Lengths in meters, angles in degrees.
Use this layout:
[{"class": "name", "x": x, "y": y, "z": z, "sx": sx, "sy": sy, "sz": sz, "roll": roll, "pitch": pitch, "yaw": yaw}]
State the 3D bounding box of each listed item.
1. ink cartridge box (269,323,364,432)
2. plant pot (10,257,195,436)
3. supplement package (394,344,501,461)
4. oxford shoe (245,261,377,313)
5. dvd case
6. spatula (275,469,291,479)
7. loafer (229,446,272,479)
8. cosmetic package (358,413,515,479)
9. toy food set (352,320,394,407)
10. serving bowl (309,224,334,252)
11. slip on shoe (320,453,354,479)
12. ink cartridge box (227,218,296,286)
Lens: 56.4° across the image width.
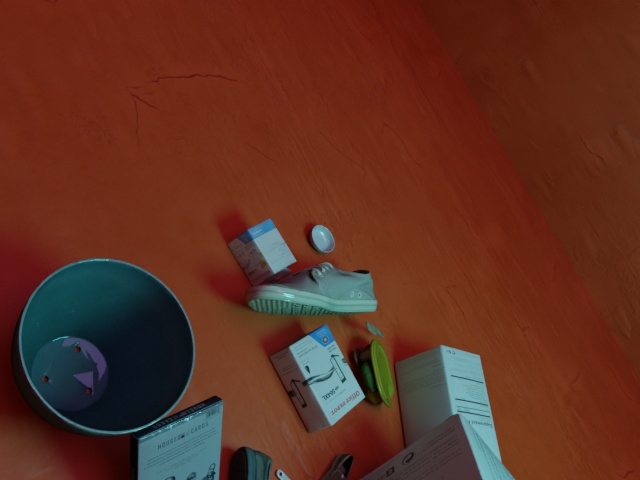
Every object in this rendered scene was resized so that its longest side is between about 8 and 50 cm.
[{"class": "ink cartridge box", "x": -0.005, "y": 0.325, "z": 1.414, "sx": 0.148, "sy": 0.086, "sz": 0.203, "roll": -24, "pitch": 82, "yaw": -50}, {"class": "plant pot", "x": -0.392, "y": 0.200, "z": 1.018, "sx": 0.290, "sy": 0.195, "sz": 0.290, "roll": 25, "pitch": 49, "yaw": -33}, {"class": "supplement package", "x": 0.336, "y": 0.458, "z": 1.600, "sx": 0.175, "sy": 0.177, "sz": 0.292, "roll": 21, "pitch": 52, "yaw": -36}, {"class": "oxford shoe", "x": -0.015, "y": 0.118, "z": 1.470, "sx": 0.449, "sy": 0.169, "sz": 0.130, "roll": 7, "pitch": 77, "yaw": -51}, {"class": "dvd case", "x": -0.250, "y": 0.410, "z": 1.044, "sx": 0.179, "sy": 0.030, "sz": 0.238, "roll": -13, "pitch": 114, "yaw": -49}, {"class": "spatula", "x": -0.037, "y": 0.614, "z": 1.246, "sx": 0.242, "sy": 0.019, "sz": 0.168, "roll": 49, "pitch": 41, "yaw": -10}, {"class": "loafer", "x": -0.127, "y": 0.537, "z": 1.147, "sx": 0.084, "sy": 0.096, "sz": 0.267, "roll": 25, "pitch": 47, "yaw": -33}, {"class": "cosmetic package", "x": 0.301, "y": 0.659, "z": 1.235, "sx": 0.393, "sy": 0.329, "sz": 0.327, "roll": 51, "pitch": 9, "yaw": -8}, {"class": "toy food set", "x": 0.133, "y": 0.335, "z": 1.571, "sx": 0.128, "sy": 0.071, "sz": 0.217, "roll": 34, "pitch": 41, "yaw": -60}, {"class": "serving bowl", "x": 0.000, "y": 0.000, "z": 1.675, "sx": 0.083, "sy": 0.027, "sz": 0.083, "roll": 25, "pitch": 49, "yaw": -32}, {"class": "slip on shoe", "x": 0.038, "y": 0.539, "z": 1.350, "sx": 0.051, "sy": 0.041, "sz": 0.135, "roll": 52, "pitch": 39, "yaw": -6}, {"class": "ink cartridge box", "x": -0.138, "y": 0.038, "z": 1.460, "sx": 0.090, "sy": 0.092, "sz": 0.143, "roll": -29, "pitch": 87, "yaw": -50}]
